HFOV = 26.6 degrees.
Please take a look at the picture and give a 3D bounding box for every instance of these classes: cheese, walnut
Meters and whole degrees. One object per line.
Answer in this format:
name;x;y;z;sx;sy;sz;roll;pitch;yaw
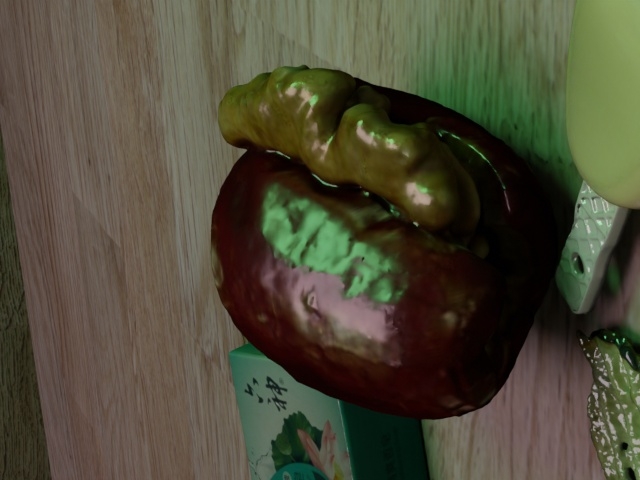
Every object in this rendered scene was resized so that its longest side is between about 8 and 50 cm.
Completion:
cheese;0.177;-0.049;0.794;0.251;0.054;0.127;99;152;-43
walnut;0.041;-0.016;0.934;0.269;0.222;0.244;19;134;47

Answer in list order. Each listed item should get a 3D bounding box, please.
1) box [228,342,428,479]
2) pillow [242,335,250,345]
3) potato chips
box;0.014;0.208;1.224;0.153;0.092;0.245;2;106;50
pillow;-0.032;0.121;1.379;0.212;0.052;0.208;7;112;66
potato chips;0.204;0.158;0.878;0.092;0.028;0.207;-167;67;-67
